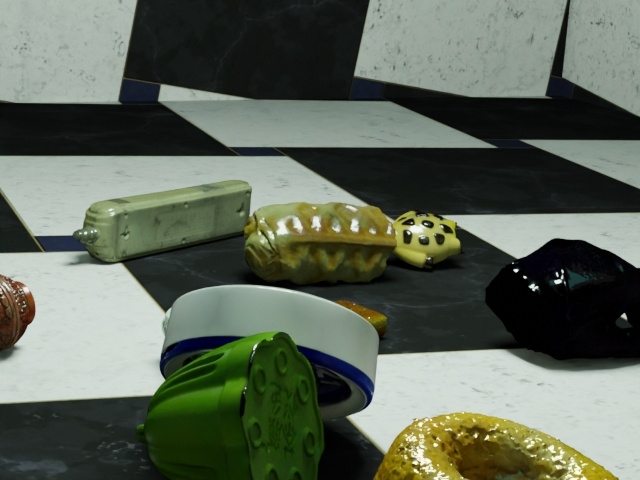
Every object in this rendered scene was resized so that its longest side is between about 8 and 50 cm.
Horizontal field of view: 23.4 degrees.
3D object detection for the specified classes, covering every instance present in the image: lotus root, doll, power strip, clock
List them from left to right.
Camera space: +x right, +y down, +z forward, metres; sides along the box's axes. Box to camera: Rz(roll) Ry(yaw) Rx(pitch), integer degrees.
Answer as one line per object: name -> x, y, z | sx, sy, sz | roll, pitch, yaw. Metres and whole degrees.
power strip -> -0.248, -0.032, 2.449 | 0.066, 0.092, 0.388 | 13, 15, 35
lotus root -> -0.107, 0.182, 1.499 | 0.186, 0.186, 0.186 | 4, 14, -1
clock -> -0.054, 0.122, 1.653 | 0.230, 0.083, 0.230 | 6, -25, 3
doll -> 0.083, -0.002, 2.439 | 0.291, 0.086, 0.117 | -1, 44, -14

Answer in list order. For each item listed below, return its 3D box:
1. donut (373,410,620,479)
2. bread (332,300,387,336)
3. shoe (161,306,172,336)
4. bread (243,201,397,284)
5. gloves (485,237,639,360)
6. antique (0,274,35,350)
donut -> 0.164, 0.250, 1.395 | 0.254, 0.118, 0.253 | 15, 21, -6
bread -> 0.026, 0.110, 2.064 | 0.094, 0.035, 0.090 | -8, 18, -42
shoe -> -0.145, 0.120, 1.882 | 0.110, 0.095, 0.265 | -4, 9, 10
bread -> 0.000, 0.000, 2.317 | 0.232, 0.128, 0.088 | -2, -21, -21
gloves -> 0.375, 0.087, 2.080 | 0.301, 0.152, 0.197 | 10, 33, -45
antique -> -0.405, 0.088, 1.892 | 0.104, 0.104, 0.104 | 4, 14, -1
